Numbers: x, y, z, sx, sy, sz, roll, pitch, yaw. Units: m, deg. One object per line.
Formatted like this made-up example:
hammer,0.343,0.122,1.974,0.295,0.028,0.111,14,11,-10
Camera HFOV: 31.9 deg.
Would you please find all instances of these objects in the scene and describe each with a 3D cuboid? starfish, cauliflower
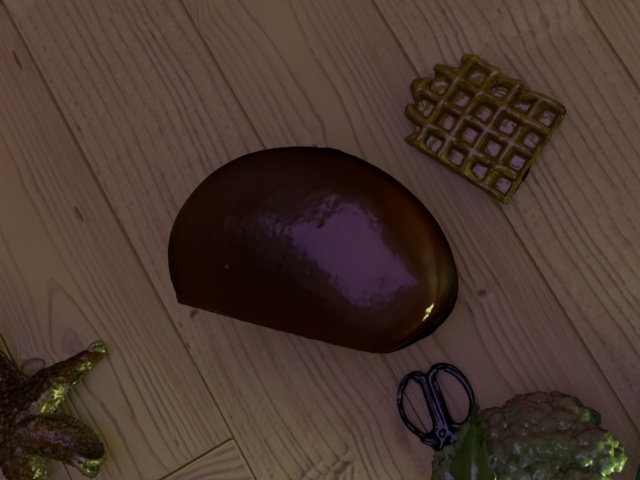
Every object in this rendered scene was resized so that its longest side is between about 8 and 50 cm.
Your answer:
starfish,-0.446,0.249,1.649,0.312,0.113,0.303,-35,78,9
cauliflower,0.277,0.331,1.453,0.256,0.239,0.315,-20,120,11

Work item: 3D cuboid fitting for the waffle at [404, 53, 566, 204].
waffle,0.217,-0.173,1.583,0.211,0.055,0.160,35,92,15

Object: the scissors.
scissors,0.191,0.319,1.546,0.109,0.022,0.300,-20,80,13

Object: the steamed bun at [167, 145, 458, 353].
steamed bun,0.000,0.000,1.514,0.379,0.235,0.248,13,91,14

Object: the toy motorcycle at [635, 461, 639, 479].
toy motorcycle,0.487,0.338,1.427,0.206,0.154,0.260,14,94,-10
